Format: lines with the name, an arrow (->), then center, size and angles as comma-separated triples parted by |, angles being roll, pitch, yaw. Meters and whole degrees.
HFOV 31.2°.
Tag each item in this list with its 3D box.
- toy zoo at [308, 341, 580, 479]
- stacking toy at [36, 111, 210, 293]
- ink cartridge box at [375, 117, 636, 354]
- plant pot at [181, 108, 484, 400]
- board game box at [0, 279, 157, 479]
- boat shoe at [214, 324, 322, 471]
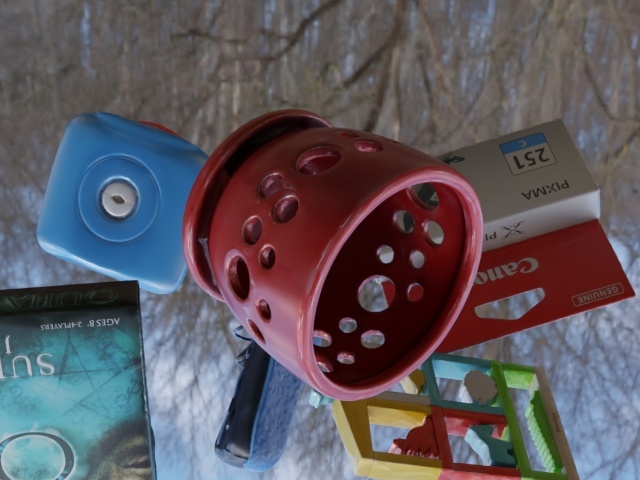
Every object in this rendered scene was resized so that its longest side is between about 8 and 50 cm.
toy zoo -> 0.130, 0.195, 1.282 | 0.293, 0.030, 0.192 | 9, -145, -11
stacking toy -> -0.174, -0.047, 1.308 | 0.175, 0.165, 0.302 | 19, -175, 11
ink cartridge box -> 0.206, -0.006, 1.426 | 0.296, 0.066, 0.261 | -17, -130, 1
plant pot -> 0.000, 0.000, 0.873 | 0.191, 0.191, 0.174 | -32, -134, -32
board game box -> -0.163, 0.082, 0.469 | 0.186, 0.126, 0.026 | -4, -154, -6
boat shoe -> -0.072, 0.151, 1.408 | 0.089, 0.109, 0.258 | -2, -127, 37
